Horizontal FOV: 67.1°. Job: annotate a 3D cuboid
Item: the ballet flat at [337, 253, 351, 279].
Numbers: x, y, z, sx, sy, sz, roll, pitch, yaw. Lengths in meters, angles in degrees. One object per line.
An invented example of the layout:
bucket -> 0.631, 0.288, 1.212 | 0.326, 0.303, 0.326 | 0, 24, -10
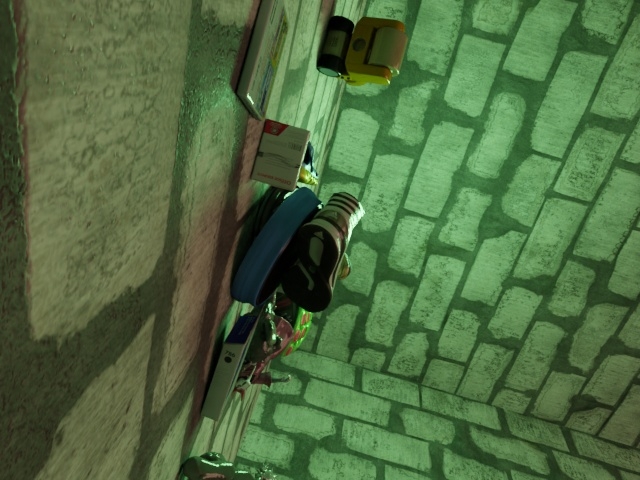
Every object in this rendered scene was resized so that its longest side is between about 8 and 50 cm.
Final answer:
ballet flat -> 0.000, 0.000, 1.675 | 0.349, 0.123, 0.123 | -114, -150, -44

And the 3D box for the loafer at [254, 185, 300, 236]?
loafer -> -0.122, -0.105, 1.487 | 0.303, 0.095, 0.109 | -72, 177, -55

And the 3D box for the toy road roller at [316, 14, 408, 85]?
toy road roller -> 0.165, -0.676, 1.783 | 0.240, 0.329, 0.203 | 14, 92, -66

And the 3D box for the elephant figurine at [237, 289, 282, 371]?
elephant figurine -> -0.212, 0.288, 1.647 | 0.186, 0.169, 0.240 | -123, -148, -44

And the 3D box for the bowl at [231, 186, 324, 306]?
bowl -> -0.116, 0.026, 1.419 | 0.391, 0.077, 0.391 | -56, 173, -10

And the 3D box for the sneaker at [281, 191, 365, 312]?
sneaker -> 0.031, 0.031, 1.446 | 0.257, 0.169, 0.448 | -51, 168, -35

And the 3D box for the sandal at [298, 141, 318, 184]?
sandal -> -0.063, -0.265, 1.643 | 0.317, 0.126, 0.138 | -67, 169, -88

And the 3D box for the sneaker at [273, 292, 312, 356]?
sneaker -> -0.146, 0.279, 2.184 | 0.185, 0.202, 0.483 | 28, 67, -69

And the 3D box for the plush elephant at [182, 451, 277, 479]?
plush elephant -> -0.321, 0.785, 1.451 | 0.255, 0.272, 0.330 | -36, 158, 25

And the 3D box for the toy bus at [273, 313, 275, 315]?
toy bus -> -0.249, 0.444, 2.271 | 0.104, 0.202, 0.191 | -127, -142, -53

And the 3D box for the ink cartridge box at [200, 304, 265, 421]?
ink cartridge box -> -0.257, 0.347, 1.414 | 0.165, 0.065, 0.333 | -67, 180, -70

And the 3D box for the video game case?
video game case -> -0.106, -0.355, 0.928 | 0.193, 0.023, 0.213 | -16, 121, -88

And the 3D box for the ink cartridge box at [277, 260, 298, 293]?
ink cartridge box -> -0.137, 0.102, 1.955 | 0.093, 0.154, 0.213 | 102, 4, -67

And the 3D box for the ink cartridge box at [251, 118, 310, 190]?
ink cartridge box -> -0.096, -0.206, 1.180 | 0.063, 0.109, 0.151 | -98, -156, -85

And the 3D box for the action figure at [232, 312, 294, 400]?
action figure -> -0.258, 0.450, 1.905 | 0.370, 0.275, 0.248 | -54, 132, -32
